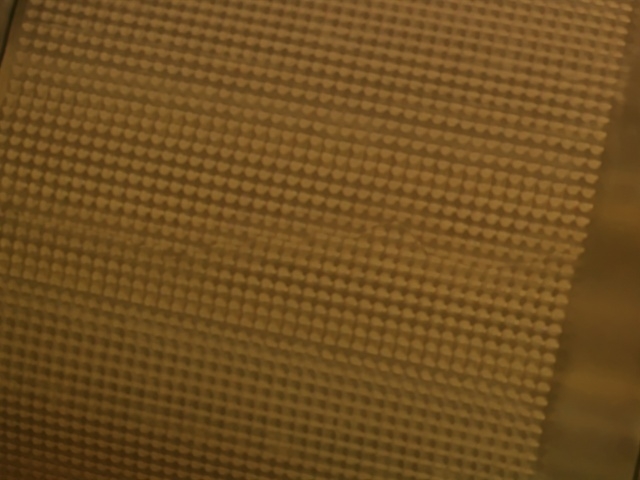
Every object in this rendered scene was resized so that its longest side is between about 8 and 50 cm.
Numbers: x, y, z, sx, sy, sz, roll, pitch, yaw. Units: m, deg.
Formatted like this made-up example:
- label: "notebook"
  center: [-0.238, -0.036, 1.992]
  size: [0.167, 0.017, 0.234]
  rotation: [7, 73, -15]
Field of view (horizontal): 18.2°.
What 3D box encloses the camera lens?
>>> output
- label: "camera lens"
  center: [0.033, 0.005, 0.489]
  size: [0.219, 0.274, 0.219]
  rotation: [11, 90, -81]
